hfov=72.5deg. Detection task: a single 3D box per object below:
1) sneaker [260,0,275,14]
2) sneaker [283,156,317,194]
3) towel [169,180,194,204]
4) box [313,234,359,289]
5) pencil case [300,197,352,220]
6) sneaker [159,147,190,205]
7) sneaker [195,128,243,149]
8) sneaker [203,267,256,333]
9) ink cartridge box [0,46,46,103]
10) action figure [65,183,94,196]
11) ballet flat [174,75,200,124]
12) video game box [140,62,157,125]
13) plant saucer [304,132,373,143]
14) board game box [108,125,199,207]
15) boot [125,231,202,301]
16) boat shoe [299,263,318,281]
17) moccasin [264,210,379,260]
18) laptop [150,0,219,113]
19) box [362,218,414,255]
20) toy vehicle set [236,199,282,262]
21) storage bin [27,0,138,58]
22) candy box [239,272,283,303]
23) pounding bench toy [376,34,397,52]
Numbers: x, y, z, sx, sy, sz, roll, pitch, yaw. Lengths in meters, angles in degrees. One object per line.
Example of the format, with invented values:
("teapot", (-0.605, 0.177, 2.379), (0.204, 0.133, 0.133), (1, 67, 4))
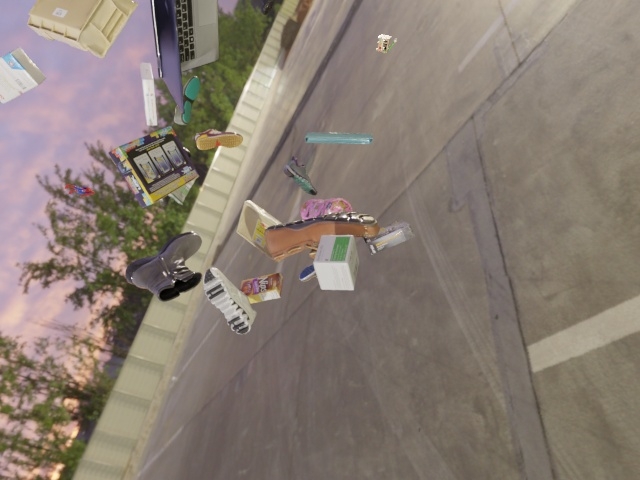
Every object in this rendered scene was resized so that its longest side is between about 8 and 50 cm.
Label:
("sneaker", (-0.216, -0.993, 1.748), (0.170, 0.089, 0.051), (-59, -1, -4))
("sneaker", (-0.081, -0.328, 2.224), (0.083, 0.223, 0.098), (5, 59, 55))
("towel", (-0.585, -0.238, 1.864), (0.152, 0.023, 0.113), (-64, -15, -11))
("box", (0.042, 0.054, 1.083), (0.101, 0.087, 0.102), (-74, -24, -44))
("pencil case", (0.024, -0.154, 2.413), (0.386, 0.167, 0.160), (-169, 85, -66))
("sneaker", (-0.647, -0.288, 1.920), (0.109, 0.130, 0.287), (147, 132, -78))
("sneaker", (-0.405, -0.415, 1.743), (0.070, 0.185, 0.084), (101, 155, -46))
("sneaker", (-0.357, 0.226, 1.728), (0.110, 0.292, 0.118), (-22, 16, 30))
("ink cartridge box", (-0.781, -0.415, 1.101), (0.122, 0.089, 0.052), (-20, 40, 13))
("action figure", (-0.806, -0.167, 1.471), (0.030, 0.038, 0.115), (-47, -9, 11))
("ballet flat", (-0.558, -0.579, 1.798), (0.072, 0.068, 0.213), (29, -109, -62))
("video game box", (-0.697, -0.595, 1.769), (0.205, 0.048, 0.187), (-119, 28, -45))
("plant saucer", (0.052, -0.290, 1.236), (0.067, 0.191, 0.018), (12, -102, -89))
("board game box", (-0.386, -0.177, 1.029), (0.048, 0.141, 0.170), (-14, 21, 33))
("boot", (-0.509, 0.100, 1.599), (0.338, 0.222, 0.118), (-43, -38, -42))
("boat shoe", (-0.012, 0.139, 1.988), (0.183, 0.066, 0.066), (-36, 33, -13))
("moccasin", (-0.001, 0.001, 1.297), (0.379, 0.147, 0.139), (-10, 6, 27))
("laptop", (-0.320, -0.603, 1.148), (0.408, 0.236, 0.382), (-46, -26, -46))
("box", (0.268, -0.017, 1.765), (0.183, 0.056, 0.231), (-26, 7, 6))
("toy vehicle set", (-0.255, -0.040, 1.943), (0.035, 0.266, 0.166), (-23, -38, -52))
("storage bin", (-0.832, -0.793, 1.522), (0.261, 0.262, 0.123), (-64, -18, -9))
("candy box", (-0.258, 0.209, 1.883), (0.186, 0.053, 0.109), (-12, 37, 14))
("pounding bench toy", (0.302, -0.888, 1.984), (0.052, 0.083, 0.065), (-56, -21, -45))
